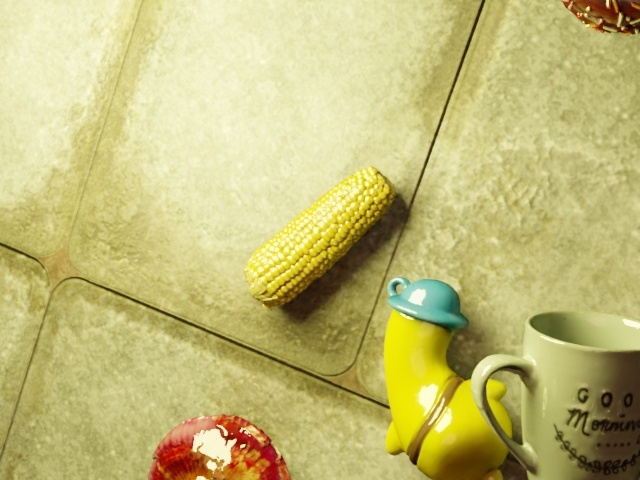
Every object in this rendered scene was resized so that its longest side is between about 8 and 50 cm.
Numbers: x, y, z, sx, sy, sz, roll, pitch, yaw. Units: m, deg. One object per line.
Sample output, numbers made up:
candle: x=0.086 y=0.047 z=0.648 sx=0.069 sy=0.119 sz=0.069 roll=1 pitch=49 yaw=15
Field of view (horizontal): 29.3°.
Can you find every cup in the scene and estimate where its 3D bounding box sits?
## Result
cup: x=0.316 y=0.224 z=1.611 sx=0.258 sy=0.186 sz=0.234 roll=3 pitch=102 yaw=-15

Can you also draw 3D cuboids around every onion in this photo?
onion: x=-0.157 y=0.368 z=1.788 sx=0.229 sy=0.163 sz=0.230 roll=-2 pitch=86 yaw=21

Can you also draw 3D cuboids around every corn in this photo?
corn: x=-0.002 y=-0.004 z=1.755 sx=0.260 sy=0.091 sz=0.091 roll=-39 pitch=67 yaw=12

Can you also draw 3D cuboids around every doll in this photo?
doll: x=0.162 y=0.222 z=1.698 sx=0.199 sy=0.145 sz=0.363 roll=-23 pitch=80 yaw=21

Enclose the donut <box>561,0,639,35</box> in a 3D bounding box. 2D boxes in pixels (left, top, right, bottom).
donut: x=0.409 y=-0.388 z=1.612 sx=0.235 sy=0.089 sz=0.235 roll=1 pitch=92 yaw=15
